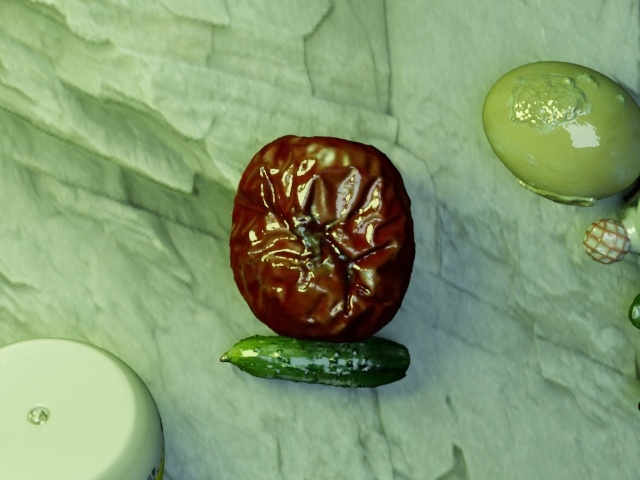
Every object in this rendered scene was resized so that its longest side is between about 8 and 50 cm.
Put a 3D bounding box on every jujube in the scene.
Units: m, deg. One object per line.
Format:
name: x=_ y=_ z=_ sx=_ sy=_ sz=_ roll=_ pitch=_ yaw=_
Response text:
jujube: x=0.000 y=0.000 z=1.726 sx=0.213 sy=0.213 sz=0.232 roll=5 pitch=88 yaw=-8

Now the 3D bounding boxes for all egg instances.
egg: x=0.286 y=-0.127 z=1.773 sx=0.201 sy=0.164 sz=0.164 roll=27 pitch=89 yaw=4

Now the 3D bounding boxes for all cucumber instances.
cucumber: x=-0.006 y=0.141 z=1.796 sx=0.227 sy=0.069 sz=0.069 roll=3 pitch=93 yaw=-6

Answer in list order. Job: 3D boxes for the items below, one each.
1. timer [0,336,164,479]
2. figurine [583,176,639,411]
timer: x=-0.302 y=0.270 z=1.695 sx=0.285 sy=0.285 sz=0.285 roll=-1 pitch=94 yaw=-8
figurine: x=0.452 y=0.032 z=1.807 sx=0.281 sy=0.167 sz=0.370 roll=3 pitch=100 yaw=-16
